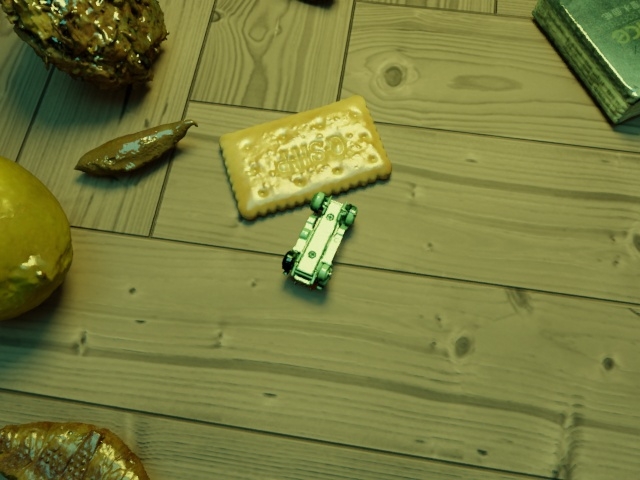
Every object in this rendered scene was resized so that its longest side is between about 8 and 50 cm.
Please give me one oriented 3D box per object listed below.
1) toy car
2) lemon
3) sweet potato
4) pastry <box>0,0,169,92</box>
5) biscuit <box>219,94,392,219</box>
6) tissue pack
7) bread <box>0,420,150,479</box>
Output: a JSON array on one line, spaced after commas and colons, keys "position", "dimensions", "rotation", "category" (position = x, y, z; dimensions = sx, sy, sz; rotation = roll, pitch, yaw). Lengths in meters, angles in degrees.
[{"position": [0.000, 0.000, 0.817], "dimensions": [0.073, 0.054, 0.143], "rotation": [20, 67, 8], "category": "toy car"}, {"position": [-0.470, -0.009, 0.741], "dimensions": [0.236, 0.236, 0.263], "rotation": [-37, 85, -12], "category": "lemon"}, {"position": [-0.286, -0.141, 0.873], "dimensions": [0.206, 0.060, 0.068], "rotation": [-26, 57, 1], "category": "sweet potato"}, {"position": [-0.348, -0.366, 0.862], "dimensions": [0.193, 0.275, 0.275], "rotation": [-29, 69, 19], "category": "pastry"}, {"position": [-0.025, -0.135, 0.881], "dimensions": [0.249, 0.030, 0.160], "rotation": [-17, 70, -5], "category": "biscuit"}, {"position": [0.498, -0.333, 0.915], "dimensions": [0.185, 0.081, 0.257], "rotation": [-23, 69, -7], "category": "tissue pack"}, {"position": [-0.304, 0.284, 0.705], "dimensions": [0.233, 0.076, 0.105], "rotation": [19, 74, 7], "category": "bread"}]
